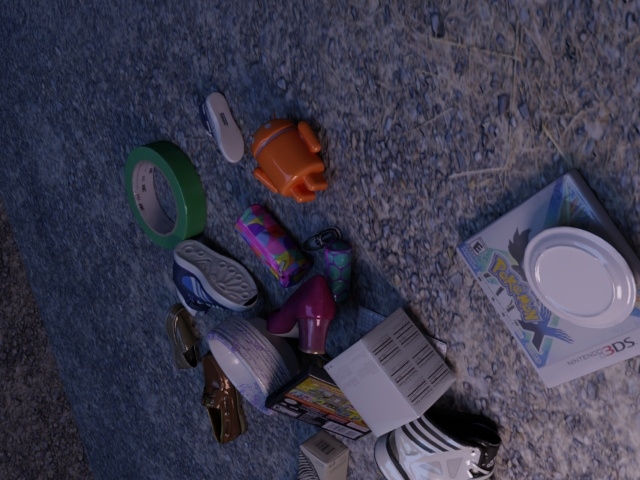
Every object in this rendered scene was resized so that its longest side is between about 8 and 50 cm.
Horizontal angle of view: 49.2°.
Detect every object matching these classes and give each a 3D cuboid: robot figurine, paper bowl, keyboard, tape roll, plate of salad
[{"bbox_3d":[-0.078,-0.189,1.615,0.219,0.128,0.158,55,156,12],"label":"robot figurine"},{"bbox_3d":[-0.172,0.324,1.919,0.284,0.148,0.284,41,154,24],"label":"paper bowl"},{"bbox_3d":[0.183,0.225,1.626,0.256,0.014,0.072,21,123,39],"label":"keyboard"},{"bbox_3d":[-0.469,-0.135,2.104,0.321,0.077,0.321,22,123,39],"label":"tape roll"},{"bbox_3d":[0.440,0.060,1.189,0.200,0.048,0.199,31,140,31],"label":"plate of salad"}]

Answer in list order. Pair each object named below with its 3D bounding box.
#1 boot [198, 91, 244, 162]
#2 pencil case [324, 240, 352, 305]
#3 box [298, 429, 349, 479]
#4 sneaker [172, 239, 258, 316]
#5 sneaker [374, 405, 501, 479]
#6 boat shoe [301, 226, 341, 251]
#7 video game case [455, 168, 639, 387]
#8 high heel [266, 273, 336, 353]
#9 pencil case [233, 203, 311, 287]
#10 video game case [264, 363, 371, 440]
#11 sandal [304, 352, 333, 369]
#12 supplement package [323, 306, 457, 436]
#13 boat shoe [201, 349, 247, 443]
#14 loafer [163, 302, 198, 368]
[{"bbox_3d":[-0.260,-0.285,1.821,0.086,0.069,0.189,-22,84,57],"label":"boot"},{"bbox_3d":[0.038,0.076,1.665,0.064,0.070,0.151,-129,36,-54],"label":"pencil case"},{"bbox_3d":[0.003,0.683,1.983,0.113,0.094,0.275,26,126,37],"label":"box"},{"bbox_3d":[-0.308,0.159,2.053,0.323,0.130,0.236,34,141,25],"label":"sneaker"},{"bbox_3d":[0.335,0.552,1.508,0.447,0.169,0.257,47,130,11],"label":"sneaker"},{"bbox_3d":[0.000,0.000,1.693,0.125,0.038,0.046,-17,96,50],"label":"boat shoe"},{"bbox_3d":[0.435,0.082,1.268,0.328,0.036,0.300,58,139,9],"label":"video game case"},{"bbox_3d":[-0.046,0.160,1.741,0.377,0.127,0.181,-172,87,-69],"label":"high heel"},{"bbox_3d":[-0.123,0.014,1.788,0.236,0.104,0.104,49,137,20],"label":"pencil case"},{"bbox_3d":[0.036,0.406,1.728,0.275,0.035,0.248,25,141,-17],"label":"video game case"},{"bbox_3d":[0.000,0.331,1.848,0.180,0.049,0.072,41,134,26],"label":"sandal"},{"bbox_3d":[0.153,0.297,1.566,0.203,0.149,0.194,52,144,7],"label":"supplement package"},{"bbox_3d":[-0.324,0.504,2.239,0.111,0.105,0.307,-9,102,49],"label":"boat shoe"},{"bbox_3d":[-0.446,0.319,2.304,0.088,0.094,0.251,13,123,30],"label":"loafer"}]
